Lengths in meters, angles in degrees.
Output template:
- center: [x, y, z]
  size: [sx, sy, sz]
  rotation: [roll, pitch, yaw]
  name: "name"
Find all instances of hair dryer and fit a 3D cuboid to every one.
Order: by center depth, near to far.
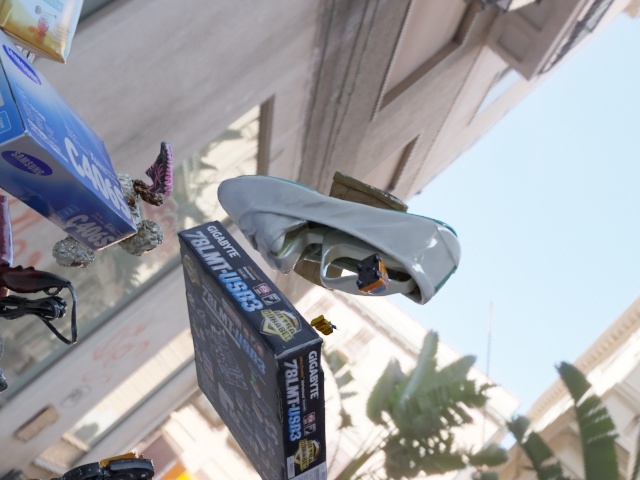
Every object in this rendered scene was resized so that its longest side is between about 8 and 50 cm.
- center: [-0.439, 0.057, 1.068]
  size: [0.294, 0.223, 0.080]
  rotation: [61, 18, 20]
  name: "hair dryer"

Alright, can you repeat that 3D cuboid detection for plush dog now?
- center: [-0.492, -0.078, 1.703]
  size: [0.225, 0.262, 0.211]
  rotation: [-50, -121, 50]
  name: "plush dog"

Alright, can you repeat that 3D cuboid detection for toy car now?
- center: [0.040, 0.071, 0.956]
  size: [0.040, 0.122, 0.060]
  rotation: [47, 9, -29]
  name: "toy car"

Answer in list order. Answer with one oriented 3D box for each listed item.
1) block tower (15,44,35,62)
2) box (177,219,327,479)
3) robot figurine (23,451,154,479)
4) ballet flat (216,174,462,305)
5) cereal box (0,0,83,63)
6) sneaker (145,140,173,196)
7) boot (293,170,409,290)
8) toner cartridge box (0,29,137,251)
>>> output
- center: [-0.519, -0.367, 1.206]
  size: [0.097, 0.091, 0.335]
  rotation: [21, -13, -13]
  name: "block tower"
- center: [-0.094, 0.166, 0.999]
  size: [0.295, 0.073, 0.293]
  rotation: [42, -38, 45]
  name: "box"
- center: [-0.307, 0.346, 0.874]
  size: [0.085, 0.290, 0.211]
  rotation: [-127, -157, -54]
  name: "robot figurine"
- center: [0.000, 0.000, 1.076]
  size: [0.400, 0.139, 0.139]
  rotation: [14, -33, 21]
  name: "ballet flat"
- center: [-0.343, -0.362, 0.930]
  size: [0.047, 0.240, 0.173]
  rotation: [16, 1, 8]
  name: "cereal box"
- center: [-0.332, -0.147, 1.524]
  size: [0.047, 0.057, 0.119]
  rotation: [-94, -170, -67]
  name: "sneaker"
- center: [0.072, -0.005, 1.765]
  size: [0.089, 0.270, 0.236]
  rotation: [13, 12, -47]
  name: "boot"
- center: [-0.344, -0.114, 0.936]
  size: [0.348, 0.075, 0.165]
  rotation: [72, -8, -73]
  name: "toner cartridge box"
